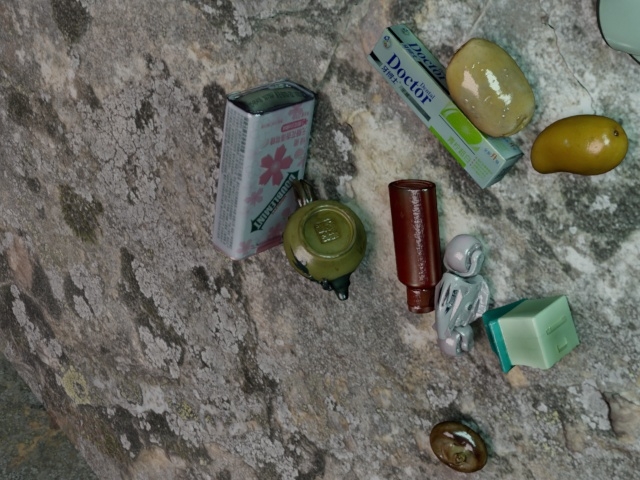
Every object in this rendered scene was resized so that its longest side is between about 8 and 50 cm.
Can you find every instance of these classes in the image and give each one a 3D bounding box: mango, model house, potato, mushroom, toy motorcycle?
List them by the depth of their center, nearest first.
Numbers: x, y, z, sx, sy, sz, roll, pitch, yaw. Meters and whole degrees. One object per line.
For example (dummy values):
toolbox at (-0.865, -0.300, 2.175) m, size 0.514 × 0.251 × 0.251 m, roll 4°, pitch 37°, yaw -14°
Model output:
mango at (0.415, -0.152, 1.584) m, size 0.184 × 0.085 × 0.102 m, roll -4°, pitch 110°, yaw 58°
potato at (0.286, -0.254, 1.652) m, size 0.178 × 0.118 × 0.109 m, roll 54°, pitch 175°, yaw -6°
model house at (0.363, 0.167, 1.753) m, size 0.149 × 0.127 × 0.100 m, roll -8°, pitch 102°, yaw 45°
toy motorcycle at (0.257, 0.111, 1.853) m, size 0.112 × 0.112 × 0.254 m, roll 23°, pitch 123°, yaw 38°
mushroom at (0.281, 0.419, 1.993) m, size 0.126 × 0.085 × 0.109 m, roll 44°, pitch 166°, yaw 3°

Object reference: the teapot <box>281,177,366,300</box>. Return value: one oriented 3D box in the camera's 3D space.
teapot at (0.000, 0.000, 2.050) m, size 0.182 × 0.173 × 0.269 m, roll 106°, pitch 140°, yaw -67°

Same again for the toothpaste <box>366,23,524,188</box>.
toothpaste at (0.218, -0.244, 1.760) m, size 0.336 × 0.067 × 0.081 m, roll 51°, pitch 134°, yaw 17°

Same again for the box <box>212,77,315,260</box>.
box at (-0.125, -0.153, 2.073) m, size 0.112 × 0.190 × 0.370 m, roll 32°, pitch 128°, yaw 32°

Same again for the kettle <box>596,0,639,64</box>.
kettle at (0.518, -0.305, 1.361) m, size 0.236 × 0.161 × 0.221 m, roll 12°, pitch 147°, yaw 44°

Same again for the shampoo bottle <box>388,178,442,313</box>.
shampoo bottle at (0.189, 0.013, 1.913) m, size 0.102 × 0.064 × 0.260 m, roll 10°, pitch 116°, yaw 40°
